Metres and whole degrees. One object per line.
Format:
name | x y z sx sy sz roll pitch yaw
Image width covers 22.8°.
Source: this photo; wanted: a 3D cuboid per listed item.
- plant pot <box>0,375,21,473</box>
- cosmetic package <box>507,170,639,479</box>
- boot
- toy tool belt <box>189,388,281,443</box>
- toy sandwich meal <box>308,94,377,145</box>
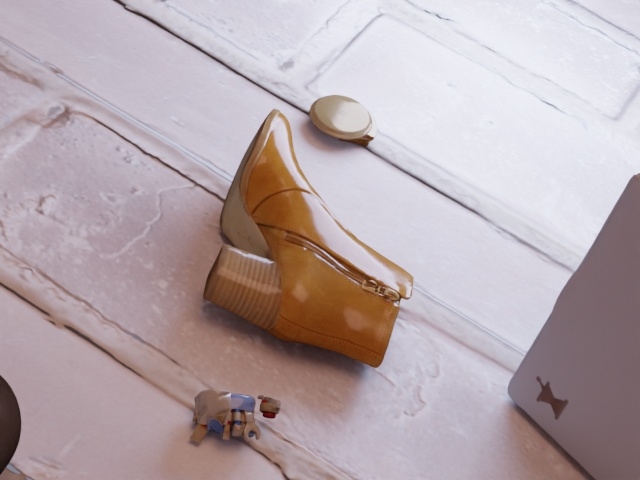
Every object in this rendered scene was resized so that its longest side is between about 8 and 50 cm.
plant pot | -0.342 0.152 1.268 0.215 0.215 0.230 36 8 15
cosmetic package | 0.474 0.091 1.621 0.394 0.329 0.327 -24 60 -40
boot | 0.000 0.000 1.692 0.211 0.104 0.295 21 45 -10
toy tool belt | -0.081 0.172 1.503 0.083 0.052 0.051 9 74 -11
toy sandwich meal | 0.026 -0.142 1.900 0.086 0.029 0.085 9 44 -9
